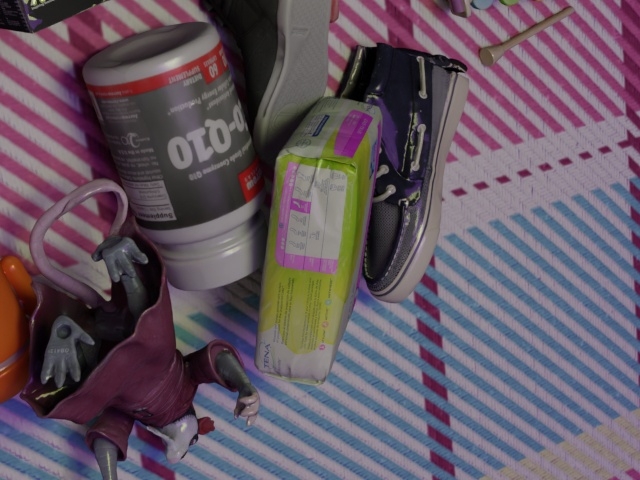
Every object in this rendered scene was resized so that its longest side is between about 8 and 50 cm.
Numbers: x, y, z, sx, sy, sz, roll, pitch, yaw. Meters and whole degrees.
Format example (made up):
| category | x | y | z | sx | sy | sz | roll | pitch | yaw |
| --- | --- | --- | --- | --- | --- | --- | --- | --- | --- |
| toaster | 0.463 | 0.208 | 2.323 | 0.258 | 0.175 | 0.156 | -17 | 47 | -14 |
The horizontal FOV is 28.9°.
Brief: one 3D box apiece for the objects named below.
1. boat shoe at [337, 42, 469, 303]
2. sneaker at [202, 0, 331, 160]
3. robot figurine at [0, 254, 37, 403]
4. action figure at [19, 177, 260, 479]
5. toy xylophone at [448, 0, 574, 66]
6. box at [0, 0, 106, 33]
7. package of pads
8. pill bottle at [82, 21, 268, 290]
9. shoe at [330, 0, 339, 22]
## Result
| category | x | y | z | sx | sy | sz | roll | pitch | yaw |
| --- | --- | --- | --- | --- | --- | --- | --- | --- | --- |
| boat shoe | 0.078 | -0.097 | 1.639 | 0.158 | 0.127 | 0.341 | 17 | 81 | -32 |
| sneaker | -0.073 | -0.242 | 1.523 | 0.104 | 0.147 | 0.296 | -32 | 147 | -34 |
| robot figurine | -0.390 | 0.093 | 1.362 | 0.128 | 0.158 | 0.219 | -14 | 115 | 15 |
| action figure | -0.228 | 0.154 | 1.455 | 0.248 | 0.276 | 0.370 | -31 | 151 | -3 |
| toy xylophone | 0.291 | -0.388 | 1.733 | 0.322 | 0.081 | 0.236 | -35 | 117 | -22 |
| box | -0.261 | -0.286 | 1.279 | 0.216 | 0.270 | 0.060 | -29 | 116 | -24 |
| package of pads | 0.000 | 0.000 | 1.502 | 0.101 | 0.229 | 0.297 | 10 | 114 | 7 |
| pill bottle | -0.156 | -0.096 | 1.451 | 0.161 | 0.161 | 0.283 | -29 | 116 | -25 |
| shoe | -0.031 | -0.340 | 1.547 | 0.081 | 0.063 | 0.178 | -31 | 120 | -26 |
